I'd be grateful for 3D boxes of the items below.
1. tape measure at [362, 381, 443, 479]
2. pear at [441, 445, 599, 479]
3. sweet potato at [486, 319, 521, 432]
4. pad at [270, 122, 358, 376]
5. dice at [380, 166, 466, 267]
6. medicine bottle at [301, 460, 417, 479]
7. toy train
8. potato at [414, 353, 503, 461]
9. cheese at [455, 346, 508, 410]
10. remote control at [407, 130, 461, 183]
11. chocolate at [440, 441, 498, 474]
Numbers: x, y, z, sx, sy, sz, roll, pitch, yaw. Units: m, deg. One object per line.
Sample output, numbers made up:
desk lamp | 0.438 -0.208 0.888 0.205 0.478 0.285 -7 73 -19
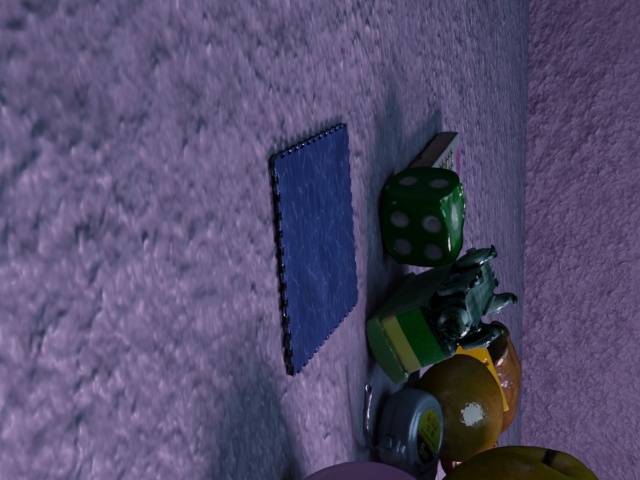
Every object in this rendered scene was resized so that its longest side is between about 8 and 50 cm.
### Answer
tape measure | 0.112 0.276 1.311 0.330 0.084 0.164 55 40 -41
pear | 0.314 0.534 1.315 0.362 0.362 0.419 -24 124 -68
sweet potato | 0.440 0.380 2.105 0.158 0.157 0.370 -64 149 -49
pad | 0.000 0.000 1.036 0.269 0.012 0.270 -42 132 -63
dice | 0.169 -0.039 1.347 0.131 0.120 0.128 -58 146 -51
medicine bottle | 0.063 0.435 0.974 0.202 0.202 0.316 -65 151 -48
toy train | 0.202 0.108 1.342 0.120 0.202 0.301 63 24 -5
potato | 0.230 0.315 1.522 0.158 0.178 0.204 10 107 -55
cheese | 0.357 0.317 1.933 0.126 0.093 0.171 -178 -107 -76
remote control | 0.220 -0.106 1.585 0.344 0.050 0.145 -47 136 -61
chocolate | 0.318 0.466 1.821 0.133 0.124 0.127 -28 165 -35
